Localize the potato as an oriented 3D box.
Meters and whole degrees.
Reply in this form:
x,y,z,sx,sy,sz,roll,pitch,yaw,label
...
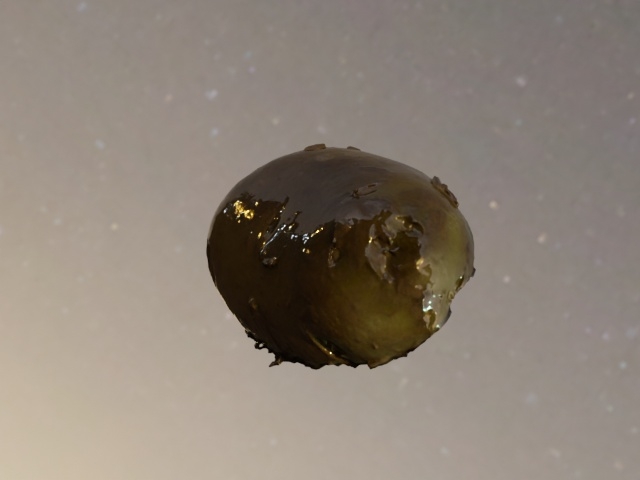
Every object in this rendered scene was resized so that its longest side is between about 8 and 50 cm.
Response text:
x,y,z,sx,sy,sz,roll,pitch,yaw,label
0.000,0.000,0.991,0.200,0.164,0.081,16,-24,48,potato
